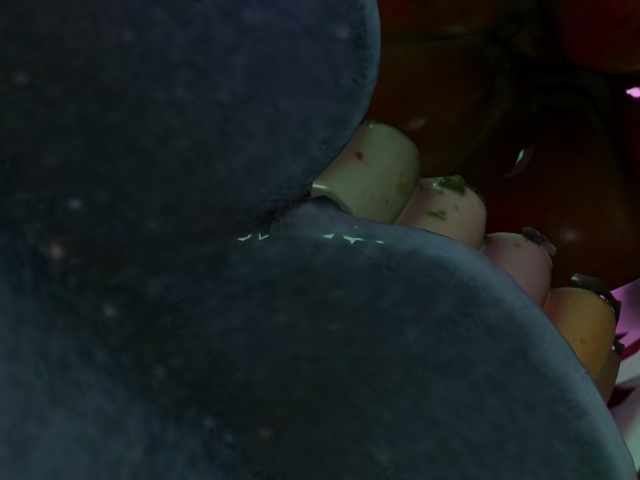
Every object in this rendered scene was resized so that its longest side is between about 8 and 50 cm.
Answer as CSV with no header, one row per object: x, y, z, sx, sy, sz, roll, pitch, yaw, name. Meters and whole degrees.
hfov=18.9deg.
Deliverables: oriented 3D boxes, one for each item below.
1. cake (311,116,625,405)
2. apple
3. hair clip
-0.007,0.015,0.650,0.109,0.225,0.090,-34,22,45,cake
0.113,-0.139,0.784,0.288,0.288,0.317,-32,22,39,apple
-0.122,0.058,0.562,0.392,0.318,0.238,-25,17,48,hair clip
